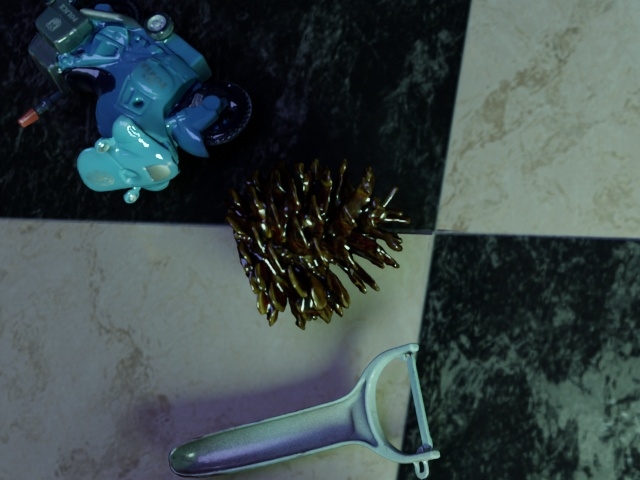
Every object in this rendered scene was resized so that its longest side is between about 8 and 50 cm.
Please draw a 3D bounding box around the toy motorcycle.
[{"bbox_3d":[-0.207,-0.149,2.074,0.182,0.123,0.272,-41,57,-12],"label":"toy motorcycle"}]

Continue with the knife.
[{"bbox_3d":[-0.015,0.189,1.878,0.278,0.053,0.123,-17,71,27],"label":"knife"}]

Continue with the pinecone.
[{"bbox_3d":[0.002,-0.005,1.877,0.165,0.163,0.163,-20,64,10],"label":"pinecone"}]
